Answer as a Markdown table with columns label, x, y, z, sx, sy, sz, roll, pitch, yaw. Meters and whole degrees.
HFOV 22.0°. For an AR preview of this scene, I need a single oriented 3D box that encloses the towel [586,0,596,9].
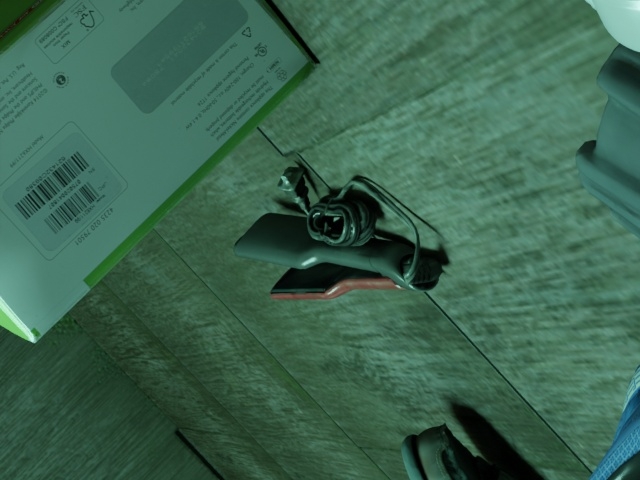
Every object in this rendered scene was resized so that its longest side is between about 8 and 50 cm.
| label | x | y | z | sx | sy | sz | roll | pitch | yaw |
| --- | --- | --- | --- | --- | --- | --- | --- | --- | --- |
| towel | 0.022 | -0.157 | 0.533 | 0.197 | 0.029 | 0.144 | 37 | 164 | 30 |

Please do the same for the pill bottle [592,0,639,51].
| label | x | y | z | sx | sy | sz | roll | pitch | yaw |
| --- | --- | --- | --- | --- | --- | --- | --- | --- | --- |
| pill bottle | 0.075 | -0.116 | 0.399 | 0.078 | 0.078 | 0.137 | 27 | 157 | 51 |

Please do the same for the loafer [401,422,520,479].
| label | x | y | z | sx | sy | sz | roll | pitch | yaw |
| --- | --- | --- | --- | --- | --- | --- | --- | --- | --- |
| loafer | 0.158 | 0.223 | 1.148 | 0.267 | 0.084 | 0.096 | 54 | -165 | -17 |

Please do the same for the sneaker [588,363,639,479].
| label | x | y | z | sx | sy | sz | roll | pitch | yaw |
| --- | --- | --- | --- | --- | --- | --- | --- | --- | --- |
| sneaker | 0.153 | 0.116 | 0.684 | 0.130 | 0.147 | 0.330 | 41 | 166 | 17 |

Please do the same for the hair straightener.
| label | x | y | z | sx | sy | sz | roll | pitch | yaw |
| --- | --- | --- | --- | --- | --- | --- | --- | --- | --- |
| hair straightener | 0.000 | 0.000 | 0.991 | 0.089 | 0.047 | 0.230 | 50 | 165 | -17 |

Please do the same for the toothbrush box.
| label | x | y | z | sx | sy | sz | roll | pitch | yaw |
| --- | --- | --- | --- | --- | --- | --- | --- | --- | --- |
| toothbrush box | -0.159 | -0.072 | 0.922 | 0.122 | 0.206 | 0.283 | 50 | 164 | -21 |

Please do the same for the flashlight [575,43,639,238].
| label | x | y | z | sx | sy | sz | roll | pitch | yaw |
| --- | --- | --- | --- | --- | --- | --- | --- | --- | --- |
| flashlight | 0.199 | 0.030 | 0.419 | 0.304 | 0.103 | 0.103 | 37 | 137 | 33 |
